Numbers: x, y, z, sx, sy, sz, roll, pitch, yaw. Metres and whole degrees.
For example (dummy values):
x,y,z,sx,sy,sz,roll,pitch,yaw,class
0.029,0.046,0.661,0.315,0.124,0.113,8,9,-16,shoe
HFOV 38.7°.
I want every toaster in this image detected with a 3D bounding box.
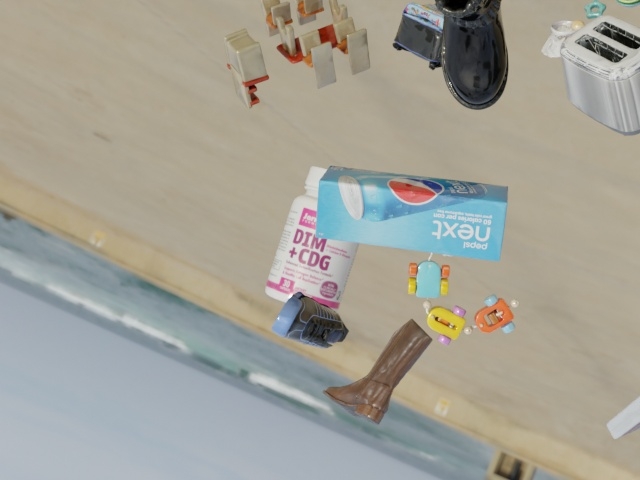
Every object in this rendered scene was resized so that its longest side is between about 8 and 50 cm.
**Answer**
x,y,z,sx,sy,sz,roll,pitch,yaw,class
0.510,-0.284,1.566,0.227,0.129,0.146,52,175,49,toaster

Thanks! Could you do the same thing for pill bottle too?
x,y,z,sx,sy,sz,roll,pitch,yaw,class
0.000,0.000,1.893,0.160,0.283,0.160,18,180,0,pill bottle

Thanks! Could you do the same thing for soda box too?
x,y,z,sx,sy,sz,roll,pitch,yaw,class
0.103,-0.033,1.034,0.210,0.071,0.067,7,-159,9,soda box

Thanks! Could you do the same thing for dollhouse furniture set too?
x,y,z,sx,sy,sz,roll,pitch,yaw,class
-0.055,-0.381,1.833,0.262,0.259,0.135,52,160,45,dollhouse furniture set

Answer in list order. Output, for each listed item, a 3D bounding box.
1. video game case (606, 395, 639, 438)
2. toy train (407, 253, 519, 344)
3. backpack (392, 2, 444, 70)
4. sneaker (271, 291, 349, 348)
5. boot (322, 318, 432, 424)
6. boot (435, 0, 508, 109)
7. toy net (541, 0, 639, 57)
x,y,z,sx,sy,sz,roll,pitch,yaw,class
0.493,0.148,1.078,0.204,0.285,0.025,90,157,-65,video game case
0.198,0.077,1.307,0.166,0.125,0.046,53,-174,-5,toy train
0.272,-0.447,1.994,0.173,0.117,0.158,-7,-147,-38,backpack
-0.011,0.145,1.590,0.090,0.081,0.232,31,-174,14,sneaker
0.061,0.132,0.964,0.037,0.114,0.106,39,165,-30,boot
0.279,-0.406,1.685,0.131,0.348,0.260,-5,-167,10,boot
0.529,-0.457,1.807,0.122,0.232,0.045,59,-172,28,toy net
